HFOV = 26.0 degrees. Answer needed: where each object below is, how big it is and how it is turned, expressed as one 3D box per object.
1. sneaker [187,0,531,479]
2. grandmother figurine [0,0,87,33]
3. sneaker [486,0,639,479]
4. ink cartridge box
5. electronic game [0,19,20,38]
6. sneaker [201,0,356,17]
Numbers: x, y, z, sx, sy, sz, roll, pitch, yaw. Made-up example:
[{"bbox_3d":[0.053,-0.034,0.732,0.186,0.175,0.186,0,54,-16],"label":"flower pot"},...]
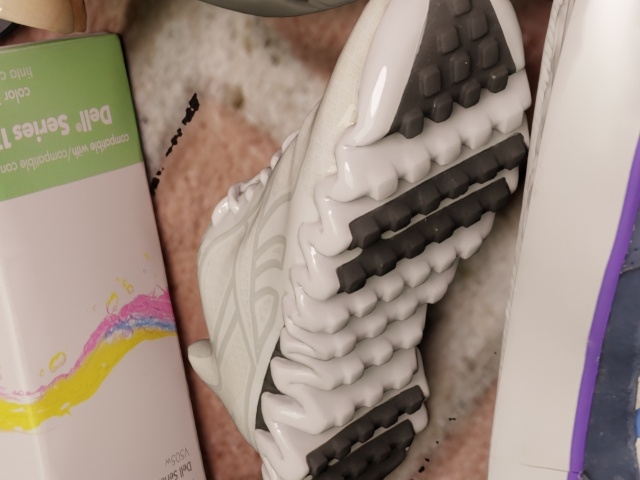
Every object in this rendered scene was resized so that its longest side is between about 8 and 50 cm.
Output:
[{"bbox_3d":[0.000,0.000,0.595,0.118,0.110,0.292,46,140,28],"label":"sneaker"},{"bbox_3d":[-0.087,-0.257,0.545,0.104,0.208,0.342,13,98,-16],"label":"grandmother figurine"},{"bbox_3d":[0.186,0.020,0.480,0.236,0.130,0.322,8,118,7],"label":"sneaker"},{"bbox_3d":[-0.184,0.083,0.738,0.207,0.119,0.353,-5,101,34],"label":"ink cartridge box"},{"bbox_3d":[-0.213,-0.208,0.710,0.229,0.048,0.229,11,112,29],"label":"electronic game"},{"bbox_3d":[0.015,-0.152,0.531,0.228,0.087,0.130,5,152,29],"label":"sneaker"}]
